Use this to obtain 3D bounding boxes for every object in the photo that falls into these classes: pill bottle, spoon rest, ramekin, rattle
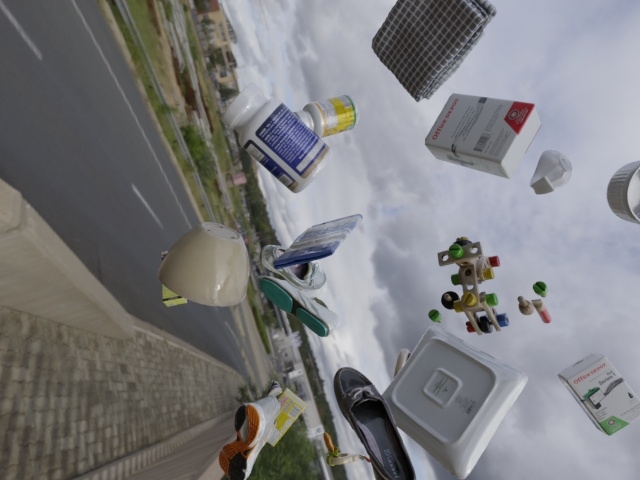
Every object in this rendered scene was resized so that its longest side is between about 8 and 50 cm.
[{"bbox_3d":[-0.110,-0.258,1.045,0.265,0.153,0.153,42,-1,-14],"label":"pill bottle"},{"bbox_3d":[0.768,-0.222,1.384,0.137,0.276,0.084,56,-40,0],"label":"spoon rest"},{"bbox_3d":[0.960,-0.143,1.217,0.109,0.207,0.207,-115,-171,-83],"label":"ramekin"},{"bbox_3d":[0.121,0.958,1.906,0.130,0.200,0.142,84,-1,-57],"label":"rattle"},{"bbox_3d":[0.012,-0.396,1.342,0.117,0.209,0.117,45,-32,40],"label":"pill bottle"}]

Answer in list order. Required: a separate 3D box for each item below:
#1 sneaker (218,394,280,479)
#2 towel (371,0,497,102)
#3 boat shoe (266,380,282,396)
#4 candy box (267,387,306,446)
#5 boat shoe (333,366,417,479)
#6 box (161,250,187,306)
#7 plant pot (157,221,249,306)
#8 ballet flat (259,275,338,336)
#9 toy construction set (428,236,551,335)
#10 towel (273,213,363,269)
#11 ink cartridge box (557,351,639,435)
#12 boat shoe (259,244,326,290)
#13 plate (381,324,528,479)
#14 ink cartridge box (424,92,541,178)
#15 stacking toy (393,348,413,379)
[{"bbox_3d":[-0.169,0.511,1.058,0.099,0.121,0.262,36,-66,29],"label":"sneaker"},{"bbox_3d":[0.289,-0.557,1.106,0.235,0.121,0.283,55,-42,14],"label":"towel"},{"bbox_3d":[-0.224,0.692,1.930,0.064,0.075,0.206,60,-12,20],"label":"boat shoe"},{"bbox_3d":[-0.158,0.688,1.608,0.105,0.206,0.027,40,-1,3],"label":"candy box"},{"bbox_3d":[0.127,0.422,0.954,0.095,0.112,0.335,95,-25,-43],"label":"boat shoe"},{"bbox_3d":[-0.611,0.152,1.719,0.058,0.088,0.232,91,-14,-62],"label":"box"},{"bbox_3d":[-0.343,0.053,1.311,0.190,0.284,0.284,-67,-159,13],"label":"plant pot"},{"bbox_3d":[-0.088,0.270,1.808,0.400,0.139,0.139,33,-26,22],"label":"ballet flat"},{"bbox_3d":[0.455,0.121,1.139,0.309,0.257,0.237,13,-20,44],"label":"toy construction set"},{"bbox_3d":[0.000,0.000,1.239,0.034,0.209,0.285,67,29,-15],"label":"towel"},{"bbox_3d":[0.973,0.527,1.433,0.219,0.160,0.092,55,5,12],"label":"ink cartridge box"},{"bbox_3d":[-0.088,0.108,1.608,0.320,0.118,0.103,35,-29,-34],"label":"boat shoe"},{"bbox_3d":[0.296,0.359,0.991,0.278,0.277,0.045,26,-19,49],"label":"plate"},{"bbox_3d":[0.496,-0.330,1.282,0.273,0.196,0.114,29,-1,41],"label":"ink cartridge box"},{"bbox_3d":[0.440,0.498,1.487,0.141,0.331,0.141,10,90,-69],"label":"stacking toy"}]
